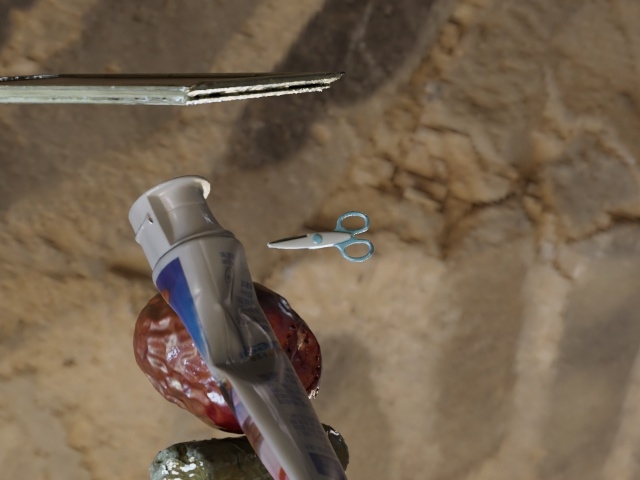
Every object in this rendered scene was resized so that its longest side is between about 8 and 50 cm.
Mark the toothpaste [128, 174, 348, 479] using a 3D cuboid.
[{"bbox_3d":[-0.039,0.081,0.937,0.061,0.266,0.096,-33,-23,9],"label":"toothpaste"}]

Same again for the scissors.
[{"bbox_3d":[0.000,0.000,1.720,0.014,0.119,0.058,128,134,-75],"label":"scissors"}]

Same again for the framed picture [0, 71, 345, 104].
[{"bbox_3d":[-0.162,-0.121,1.218,0.231,0.293,0.018,-15,-75,-60],"label":"framed picture"}]

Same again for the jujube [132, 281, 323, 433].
[{"bbox_3d":[-0.109,0.131,1.766,0.183,0.243,0.183,-4,-84,-44],"label":"jujube"}]

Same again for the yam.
[{"bbox_3d":[-0.082,0.265,1.778,0.259,0.093,0.093,1,-71,-51],"label":"yam"}]
